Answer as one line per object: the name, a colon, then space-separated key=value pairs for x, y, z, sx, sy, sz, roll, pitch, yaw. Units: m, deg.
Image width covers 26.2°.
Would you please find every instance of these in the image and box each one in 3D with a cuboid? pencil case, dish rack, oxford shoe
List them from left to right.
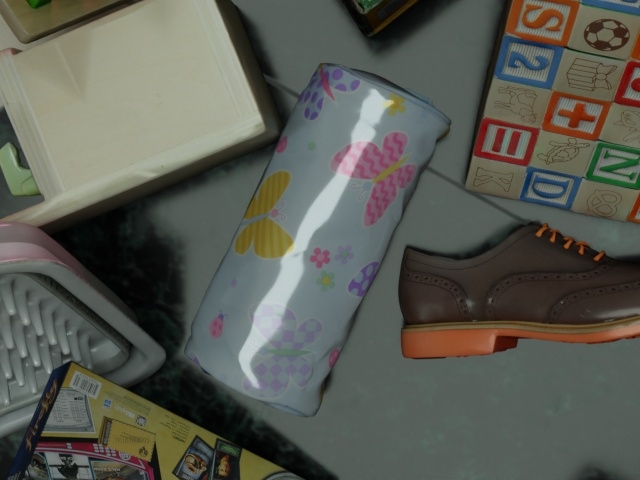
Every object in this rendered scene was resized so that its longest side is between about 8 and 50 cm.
dish rack: x=-0.306 y=0.088 z=1.028 sx=0.333 sy=0.285 sz=0.072 roll=-21 pitch=65 yaw=5
pencil case: x=0.000 y=0.000 z=1.063 sx=0.124 sy=0.113 sz=0.273 roll=21 pitch=95 yaw=-38
oxford shoe: x=0.187 y=0.030 z=1.046 sx=0.271 sy=0.097 sz=0.098 roll=-8 pitch=86 yaw=15

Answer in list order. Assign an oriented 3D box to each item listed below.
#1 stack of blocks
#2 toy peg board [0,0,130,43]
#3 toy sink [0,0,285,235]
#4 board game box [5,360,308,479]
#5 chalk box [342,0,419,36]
stack of blocks: x=0.212 y=-0.141 z=0.958 sx=0.171 sy=0.297 sz=0.087 roll=11 pitch=54 yaw=4
toy peg board: x=-0.194 y=-0.257 z=1.041 sx=0.161 sy=0.161 sz=0.079 roll=56 pitch=139 yaw=1
toy sink: x=-0.162 y=-0.097 z=1.055 sx=0.234 sy=0.153 sz=0.131 roll=-22 pitch=90 yaw=6
board game box: x=-0.120 y=0.218 z=1.034 sx=0.243 sy=0.042 sz=0.165 roll=31 pitch=61 yaw=-21
chalk box: x=0.023 y=-0.325 z=1.018 sx=0.179 sy=0.180 sz=0.289 roll=-34 pitch=91 yaw=5
